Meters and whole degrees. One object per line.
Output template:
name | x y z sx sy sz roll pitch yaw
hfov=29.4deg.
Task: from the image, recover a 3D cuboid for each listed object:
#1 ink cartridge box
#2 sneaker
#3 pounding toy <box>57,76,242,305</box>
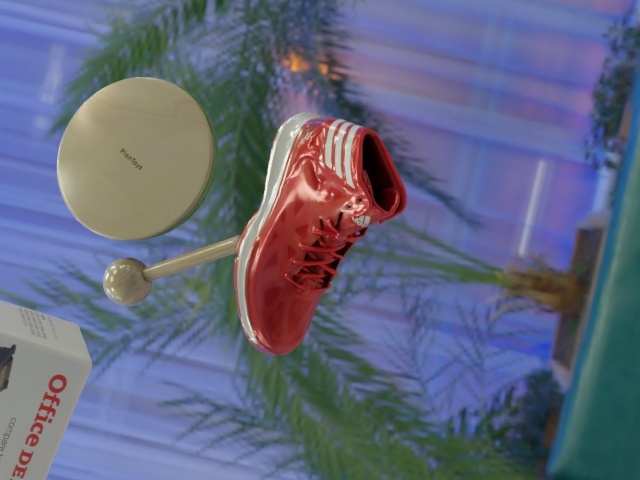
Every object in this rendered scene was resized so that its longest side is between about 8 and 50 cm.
ink cartridge box | -0.330 0.127 1.002 0.171 0.237 0.100 -67 23 7
sneaker | 0.000 0.000 1.062 0.128 0.087 0.221 12 96 50
pounding toy | -0.177 -0.055 1.348 0.110 0.183 0.236 34 -146 -70
